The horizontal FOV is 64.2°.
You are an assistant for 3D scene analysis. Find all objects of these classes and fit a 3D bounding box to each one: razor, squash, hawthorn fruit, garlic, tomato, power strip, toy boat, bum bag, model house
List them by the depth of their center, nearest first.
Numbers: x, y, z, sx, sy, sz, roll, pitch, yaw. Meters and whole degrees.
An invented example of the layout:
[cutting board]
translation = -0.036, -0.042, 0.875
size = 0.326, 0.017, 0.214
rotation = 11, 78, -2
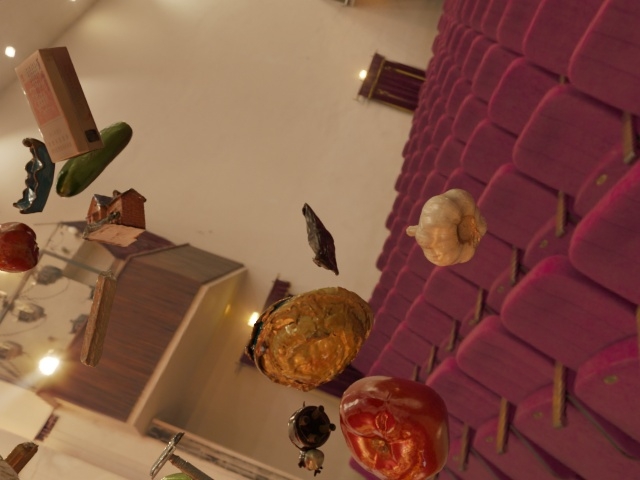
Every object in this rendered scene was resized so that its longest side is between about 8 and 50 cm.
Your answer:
[hawthorn fruit]
translation = -0.721, 0.019, 1.190
size = 0.128, 0.128, 0.128
rotation = 20, -90, -86
[razor]
translation = -0.277, 0.562, 1.202
size = 0.106, 0.232, 0.068
rotation = -52, 5, 12
[toy boat]
translation = -0.699, -0.155, 1.233
size = 0.077, 0.075, 0.186
rotation = 9, -71, -52
[tomato]
translation = 0.194, 0.472, 1.318
size = 0.226, 0.298, 0.299
rotation = -40, -27, -52
[power strip]
translation = -0.859, 0.647, 1.334
size = 0.305, 0.044, 0.064
rotation = -50, -12, -8
[garlic]
translation = 0.306, -0.037, 1.336
size = 0.226, 0.199, 0.199
rotation = 9, 77, 60
[squash]
translation = -0.598, -0.226, 1.360
size = 0.082, 0.082, 0.293
rotation = 104, -168, -55
[bum bag]
translation = 0.001, 0.000, 1.385
size = 0.069, 0.102, 0.248
rotation = -40, 37, 24
[model house]
translation = -0.679, -0.094, 1.704
size = 0.166, 0.182, 0.172
rotation = 16, -120, -48

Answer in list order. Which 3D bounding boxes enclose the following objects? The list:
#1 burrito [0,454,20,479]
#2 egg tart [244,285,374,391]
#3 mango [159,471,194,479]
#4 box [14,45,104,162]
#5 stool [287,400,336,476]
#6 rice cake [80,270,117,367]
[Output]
[burrito]
translation = -0.659, 0.494, 1.005
size = 0.107, 0.347, 0.175
rotation = -49, -18, -6
[egg tart]
translation = -0.015, 0.221, 1.081
size = 0.107, 0.290, 0.291
rotation = -119, 40, -53
[mango]
translation = -0.348, 0.643, 1.265
size = 0.232, 0.111, 0.126
rotation = -32, 57, 37
[box]
translation = -0.522, -0.266, 1.020
size = 0.058, 0.141, 0.201
rotation = -29, -70, -44
[stool]
translation = -0.025, 0.589, 1.528
size = 0.121, 0.125, 0.217
rotation = -40, 49, 53
[rice cake]
translation = -0.595, 0.209, 1.371
size = 0.057, 0.052, 0.256
rotation = 18, 95, 66
